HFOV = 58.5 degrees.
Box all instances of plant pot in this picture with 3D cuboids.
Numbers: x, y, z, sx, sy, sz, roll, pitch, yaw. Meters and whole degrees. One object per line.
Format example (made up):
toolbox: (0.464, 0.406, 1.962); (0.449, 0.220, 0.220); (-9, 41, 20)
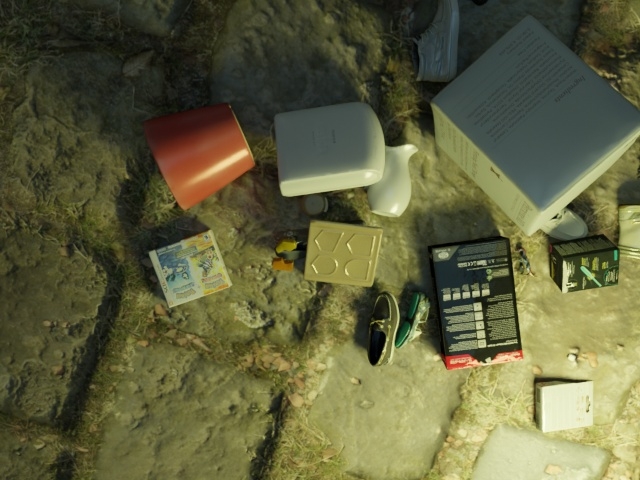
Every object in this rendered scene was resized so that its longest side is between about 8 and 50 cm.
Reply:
plant pot: (-0.334, -0.257, 1.624); (0.243, 0.275, 0.275); (-24, 94, -4)

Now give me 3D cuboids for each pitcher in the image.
pitcher: (0.183, -0.182, 1.677); (0.178, 0.125, 0.207); (9, 85, 22)

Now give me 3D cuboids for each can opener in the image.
can opener: (0.000, 0.000, 1.727); (0.283, 0.076, 0.095); (-5, 127, 2)

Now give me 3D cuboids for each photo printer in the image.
photo printer: (0.028, -0.264, 1.629); (0.307, 0.107, 0.256); (-7, 66, 4)

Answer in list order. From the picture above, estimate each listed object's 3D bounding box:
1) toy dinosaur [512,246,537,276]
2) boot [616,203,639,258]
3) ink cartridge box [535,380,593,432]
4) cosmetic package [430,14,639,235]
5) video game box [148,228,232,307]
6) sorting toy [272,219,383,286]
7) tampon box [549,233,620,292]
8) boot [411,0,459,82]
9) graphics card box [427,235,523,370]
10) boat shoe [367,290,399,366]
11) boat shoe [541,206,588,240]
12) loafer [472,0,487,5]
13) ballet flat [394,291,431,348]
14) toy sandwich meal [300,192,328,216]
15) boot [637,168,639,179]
toy dinosaur: (0.612, 0.063, 1.721); (0.090, 0.047, 0.082); (11, 86, -31)
boot: (0.977, -0.022, 1.668); (0.213, 0.077, 0.165); (3, 95, 7)
ink cartridge box: (0.748, 0.502, 1.753); (0.179, 0.045, 0.145); (-3, 95, -15)
cosmetic package: (0.543, -0.282, 1.490); (0.327, 0.329, 0.393); (-41, 74, 4)
video game box: (-0.400, 0.086, 1.753); (0.205, 0.048, 0.187); (-20, 96, 4)
sorting toy: (0.017, 0.032, 1.686); (0.307, 0.041, 0.229); (7, 125, -1)
tampon box: (0.762, 0.067, 1.656); (0.161, 0.101, 0.120); (-9, 117, 3)
boot: (0.324, -0.585, 1.634); (0.123, 0.095, 0.258); (-2, 96, -4)
graphics card box: (0.459, 0.183, 1.700); (0.233, 0.094, 0.371); (-9, 96, 4)
boat shoe: (0.184, 0.267, 1.719); (0.081, 0.069, 0.228); (6, 97, 37)
boat shoe: (0.670, -0.082, 1.669); (0.267, 0.088, 0.096); (36, 95, -1)
loafer: (0.425, -0.754, 1.632); (0.062, 0.061, 0.170); (-44, 91, 6)
ballet flat: (0.286, 0.250, 1.731); (0.070, 0.070, 0.188); (22, 99, 0)
toy sandwich meal: (-0.018, -0.112, 1.728); (0.085, 0.029, 0.085); (1, 97, 7)
boot: (0.992, -0.221, 1.665); (0.121, 0.045, 0.099); (-2, 93, 10)
